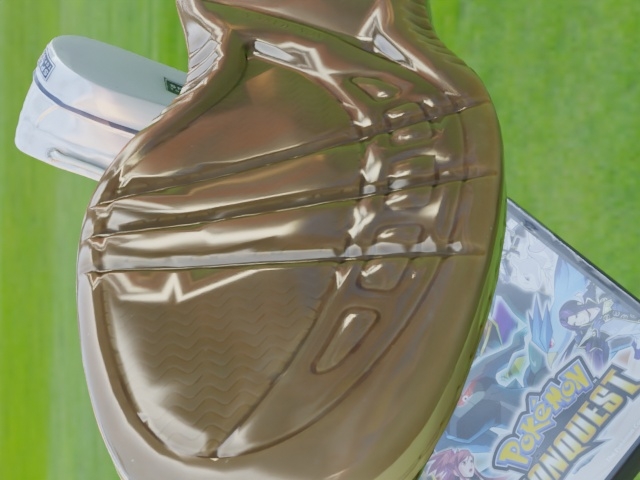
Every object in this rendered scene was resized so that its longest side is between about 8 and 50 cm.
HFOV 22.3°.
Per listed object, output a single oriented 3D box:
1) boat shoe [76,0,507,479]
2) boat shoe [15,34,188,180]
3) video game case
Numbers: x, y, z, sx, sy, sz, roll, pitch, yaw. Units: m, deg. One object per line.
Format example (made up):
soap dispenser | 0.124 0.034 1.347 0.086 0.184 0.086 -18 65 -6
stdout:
boat shoe | 0.000 0.000 0.539 0.342 0.123 0.123 -94 -7 -58
boat shoe | -0.073 -0.047 1.088 0.088 0.267 0.096 -60 25 24
video game case | 0.152 0.136 1.340 0.275 0.035 0.248 -53 51 7
